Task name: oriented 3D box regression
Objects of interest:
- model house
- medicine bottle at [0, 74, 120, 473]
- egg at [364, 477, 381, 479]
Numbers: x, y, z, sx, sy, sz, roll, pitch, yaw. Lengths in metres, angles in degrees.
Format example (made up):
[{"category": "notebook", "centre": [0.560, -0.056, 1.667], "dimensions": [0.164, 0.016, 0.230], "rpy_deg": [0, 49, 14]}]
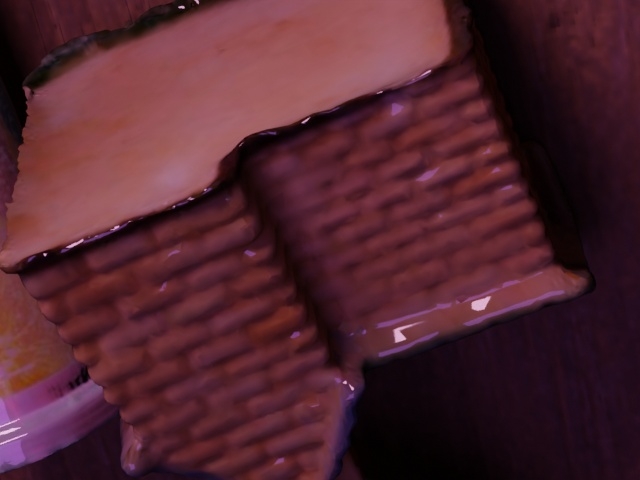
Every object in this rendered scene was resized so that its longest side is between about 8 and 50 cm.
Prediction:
[{"category": "model house", "centre": [0.000, 0.000, 0.687], "dimensions": [0.183, 0.166, 0.172], "rpy_deg": [-23, 120, 10]}, {"category": "medicine bottle", "centre": [-0.199, -0.111, 0.722], "dimensions": [0.108, 0.108, 0.426], "rpy_deg": [-15, 106, 23]}, {"category": "egg", "centre": [0.020, 0.214, 0.743], "dimensions": [0.186, 0.186, 0.253], "rpy_deg": [-10, 105, 22]}]
